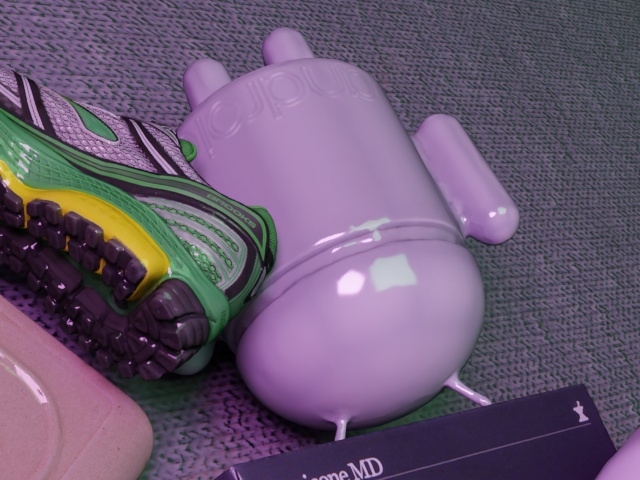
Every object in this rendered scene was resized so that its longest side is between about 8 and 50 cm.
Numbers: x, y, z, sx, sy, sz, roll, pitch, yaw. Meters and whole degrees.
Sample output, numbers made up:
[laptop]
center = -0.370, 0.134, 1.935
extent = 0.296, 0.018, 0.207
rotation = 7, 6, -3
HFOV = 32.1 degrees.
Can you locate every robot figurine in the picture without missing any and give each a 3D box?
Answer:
[robot figurine]
center = 0.000, 0.000, 0.879
extent = 0.300, 0.200, 0.353
rotation = -25, 62, -2

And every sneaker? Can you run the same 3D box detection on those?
[sneaker]
center = -0.180, -0.041, 0.790
extent = 0.343, 0.134, 0.146
rotation = 37, 43, 19

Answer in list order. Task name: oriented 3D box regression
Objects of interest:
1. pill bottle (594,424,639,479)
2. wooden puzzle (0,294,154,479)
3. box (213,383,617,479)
[pill bottle]
center = 0.301, 0.181, 0.704
extent = 0.224, 0.224, 0.392
rotation = 52, 42, 8
[wooden puzzle]
center = -0.307, 0.127, 0.652
extent = 0.348, 0.080, 0.322
rotation = 43, 43, -9
[box]
center = 0.088, 0.293, 0.747
extent = 0.343, 0.179, 0.312
rotation = -4, 62, -40
